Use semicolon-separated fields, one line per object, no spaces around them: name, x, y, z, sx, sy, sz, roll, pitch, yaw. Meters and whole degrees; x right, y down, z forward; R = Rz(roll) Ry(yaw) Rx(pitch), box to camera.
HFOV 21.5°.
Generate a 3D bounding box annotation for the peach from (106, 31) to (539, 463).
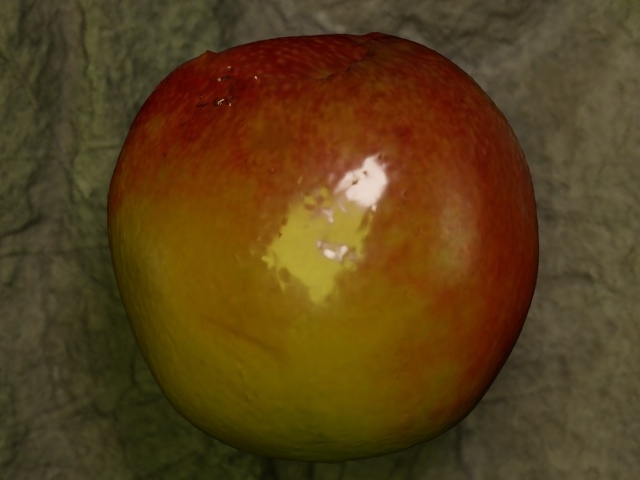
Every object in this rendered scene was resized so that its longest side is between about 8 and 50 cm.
peach;0.000;0.000;0.882;0.231;0.231;0.231;0;90;13
